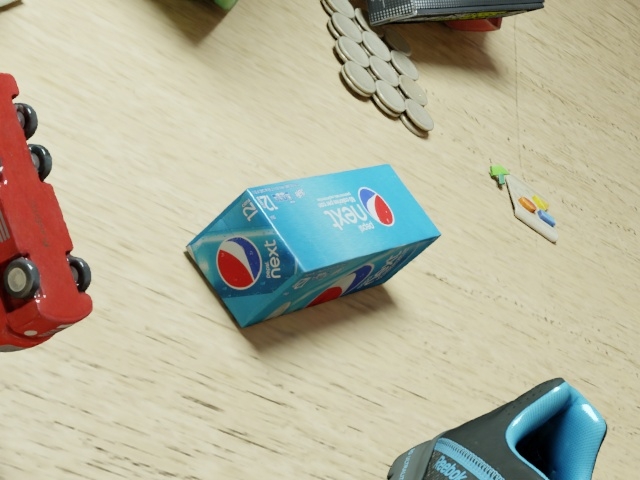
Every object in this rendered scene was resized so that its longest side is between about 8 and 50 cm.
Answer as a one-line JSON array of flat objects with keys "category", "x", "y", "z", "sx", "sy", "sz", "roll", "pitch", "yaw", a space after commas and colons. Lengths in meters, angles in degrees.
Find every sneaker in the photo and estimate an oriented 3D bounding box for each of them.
[{"category": "sneaker", "x": 0.096, "y": 0.203, "z": 0.951, "sx": 0.125, "sy": 0.140, "sz": 0.341, "roll": 40, "pitch": 29, "yaw": -18}]

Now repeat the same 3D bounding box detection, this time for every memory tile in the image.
[{"category": "memory tile", "x": 0.052, "y": -0.164, "z": 1.511, "sx": 0.113, "sy": 0.012, "sz": 0.148, "roll": 28, "pitch": 32, "yaw": -33}]

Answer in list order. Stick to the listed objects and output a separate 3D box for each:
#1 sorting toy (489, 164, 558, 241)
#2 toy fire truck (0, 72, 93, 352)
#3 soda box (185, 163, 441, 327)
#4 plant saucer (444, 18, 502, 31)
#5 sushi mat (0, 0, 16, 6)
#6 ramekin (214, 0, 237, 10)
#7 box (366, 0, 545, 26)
[{"category": "sorting toy", "x": 0.191, "y": -0.039, "z": 1.546, "sx": 0.083, "sy": 0.012, "sz": 0.062, "roll": 33, "pitch": 31, "yaw": -26}, {"category": "toy fire truck", "x": -0.203, "y": -0.022, "z": 0.857, "sx": 0.047, "sy": 0.135, "sz": 0.192, "roll": -4, "pitch": 70, "yaw": -58}, {"category": "soda box", "x": 0.000, "y": 0.000, "z": 1.159, "sx": 0.071, "sy": 0.067, "sz": 0.210, "roll": 54, "pitch": 28, "yaw": 12}, {"category": "plant saucer", "x": 0.095, "y": -0.343, "z": 1.774, "sx": 0.258, "sy": 0.048, "sz": 0.259, "roll": 41, "pitch": 27, "yaw": -12}, {"category": "sushi mat", "x": -0.302, "y": -0.179, "z": 1.015, "sx": 0.151, "sy": 0.019, "sz": 0.316, "roll": 48, "pitch": 27, "yaw": -1}, {"category": "ramekin", "x": -0.046, "y": -0.349, "z": 1.317, "sx": 0.148, "sy": 0.303, "sz": 0.303, "roll": 35, "pitch": 29, "yaw": -6}, {"category": "box", "x": 0.114, "y": -0.347, "z": 1.592, "sx": 0.216, "sy": 0.060, "sz": 0.270, "roll": -10, "pitch": 91, "yaw": -48}]
